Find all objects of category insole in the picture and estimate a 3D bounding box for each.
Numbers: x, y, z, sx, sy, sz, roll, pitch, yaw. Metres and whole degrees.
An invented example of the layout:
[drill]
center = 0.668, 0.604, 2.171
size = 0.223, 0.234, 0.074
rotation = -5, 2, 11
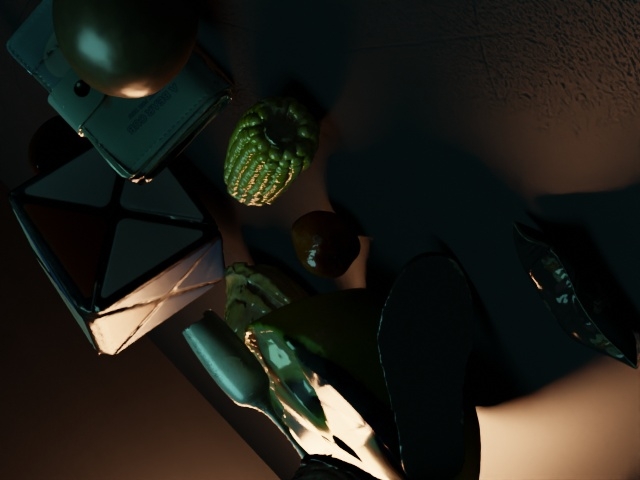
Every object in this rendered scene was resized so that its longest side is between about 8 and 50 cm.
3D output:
[insole]
center = 0.123, 0.150, 1.575
size = 0.012, 0.110, 0.309
rotation = -102, 3, -61

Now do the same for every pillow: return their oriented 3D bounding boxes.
[pillow]
center = 0.227, 0.049, 1.262
size = 0.150, 0.048, 0.090
rotation = 52, 162, -21

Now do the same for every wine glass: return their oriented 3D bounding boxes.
[wine glass]
center = -0.087, 0.198, 1.819
size = 0.262, 0.074, 0.074
rotation = 52, 165, 3

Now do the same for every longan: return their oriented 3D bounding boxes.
[longan]
center = -0.214, -0.258, 1.553
size = 0.204, 0.159, 0.185
rotation = -92, -1, -48

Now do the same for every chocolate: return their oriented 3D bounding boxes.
[chocolate]
center = -0.449, -0.160, 2.487
size = 0.124, 0.127, 0.133
rotation = 42, -177, -14

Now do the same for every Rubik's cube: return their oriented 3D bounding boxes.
[Rubik's cube]
center = -0.312, -0.004, 2.187
size = 0.250, 0.248, 0.246
rotation = 54, 166, 14

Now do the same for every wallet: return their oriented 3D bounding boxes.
[wallet]
center = -0.248, -0.207, 1.721
size = 0.250, 0.176, 0.075
rotation = 46, -174, 10

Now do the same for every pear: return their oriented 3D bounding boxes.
[pear]
center = 0.081, 0.210, 1.833
size = 0.399, 0.165, 0.399
rotation = 43, 162, 18

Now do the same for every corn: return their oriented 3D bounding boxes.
[corn]
center = -0.061, -0.101, 1.608
size = 0.093, 0.093, 0.244
rotation = 49, 165, -1

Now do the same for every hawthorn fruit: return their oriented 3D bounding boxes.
[hawthorn fruit]
center = 0.000, 0.000, 1.720
size = 0.093, 0.081, 0.081
rotation = 35, 160, 43

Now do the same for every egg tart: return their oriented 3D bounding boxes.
[egg tart]
center = -0.053, 0.186, 2.199
size = 0.352, 0.150, 0.352
rotation = 41, 162, 16

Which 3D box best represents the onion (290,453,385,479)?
[onion]
center = 0.048, 0.395, 1.696
size = 0.207, 0.216, 0.206
rotation = 11, 154, 39
